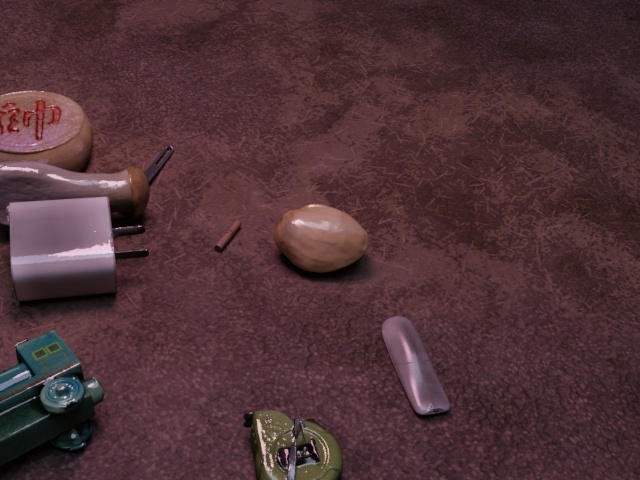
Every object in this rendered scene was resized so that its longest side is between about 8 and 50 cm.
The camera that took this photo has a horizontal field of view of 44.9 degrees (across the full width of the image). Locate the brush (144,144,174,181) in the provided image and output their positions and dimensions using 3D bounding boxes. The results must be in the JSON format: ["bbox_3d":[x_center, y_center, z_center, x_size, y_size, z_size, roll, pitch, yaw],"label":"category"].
[{"bbox_3d":[-0.395,-0.146,1.784,0.062,0.027,0.266,16,39,5],"label":"brush"}]

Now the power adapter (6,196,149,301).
[{"bbox_3d":[-0.468,0.012,1.510,0.255,0.124,0.187,-5,56,-17],"label":"power adapter"}]

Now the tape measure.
[{"bbox_3d":[-0.040,0.361,1.259,0.154,0.087,0.177,0,46,-13],"label":"tape measure"}]

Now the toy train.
[{"bbox_3d":[-0.508,0.278,1.238,0.298,0.120,0.194,-25,46,-33],"label":"toy train"}]

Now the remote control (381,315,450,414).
[{"bbox_3d":[0.180,0.230,1.477,0.073,0.044,0.229,-3,43,-18],"label":"remote control"}]

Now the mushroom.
[{"bbox_3d":[-0.520,-0.098,1.592,0.329,0.159,0.122,-5,64,-12],"label":"mushroom"}]

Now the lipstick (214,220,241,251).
[{"bbox_3d":[-0.200,-0.010,1.676,0.019,0.019,0.094,21,43,11],"label":"lipstick"}]

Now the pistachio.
[{"bbox_3d":[0.000,0.000,1.644,0.201,0.117,0.145,14,80,-7],"label":"pistachio"}]

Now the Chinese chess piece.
[{"bbox_3d":[-0.655,-0.230,1.754,0.270,0.112,0.270,5,42,-5],"label":"Chinese chess piece"}]
